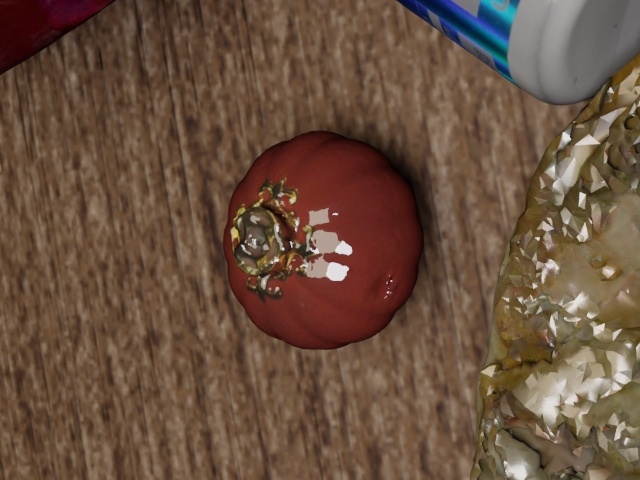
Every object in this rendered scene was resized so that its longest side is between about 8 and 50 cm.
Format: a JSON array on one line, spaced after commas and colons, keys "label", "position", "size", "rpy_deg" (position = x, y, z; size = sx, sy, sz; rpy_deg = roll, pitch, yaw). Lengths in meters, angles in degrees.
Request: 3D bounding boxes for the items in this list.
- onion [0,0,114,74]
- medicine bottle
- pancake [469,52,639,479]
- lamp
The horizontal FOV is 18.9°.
[{"label": "onion", "position": [-0.213, -0.227, 0.939], "size": [0.348, 0.285, 0.347], "rpy_deg": [1, 80, -5]}, {"label": "medicine bottle", "position": [0.060, -0.148, 0.818], "size": [0.191, 0.107, 0.107], "rpy_deg": [39, 113, 27]}, {"label": "pancake", "position": [0.222, 0.096, 0.740], "size": [0.382, 0.071, 0.382], "rpy_deg": [2, 95, 33]}, {"label": "lamp", "position": [0.000, 0.000, 0.879], "size": [0.101, 0.090, 0.101], "rpy_deg": [-1, 89, 37]}]
